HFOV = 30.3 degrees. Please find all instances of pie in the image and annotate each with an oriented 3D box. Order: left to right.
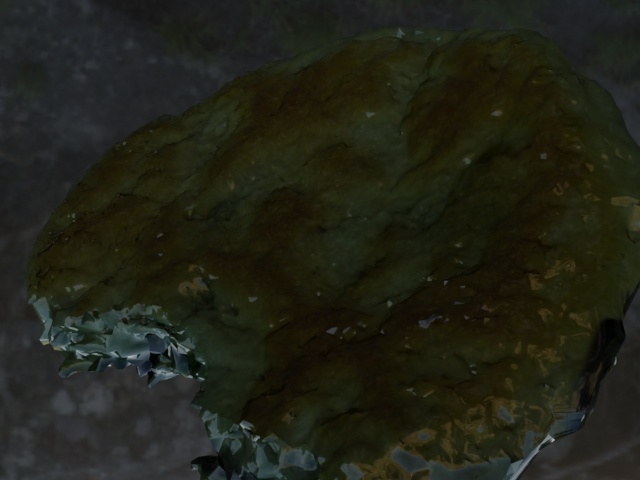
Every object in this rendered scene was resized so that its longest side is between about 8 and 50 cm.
[{"bbox_3d":[0.000,0.000,0.586,0.371,0.296,0.078,30,159,51],"label":"pie"}]
